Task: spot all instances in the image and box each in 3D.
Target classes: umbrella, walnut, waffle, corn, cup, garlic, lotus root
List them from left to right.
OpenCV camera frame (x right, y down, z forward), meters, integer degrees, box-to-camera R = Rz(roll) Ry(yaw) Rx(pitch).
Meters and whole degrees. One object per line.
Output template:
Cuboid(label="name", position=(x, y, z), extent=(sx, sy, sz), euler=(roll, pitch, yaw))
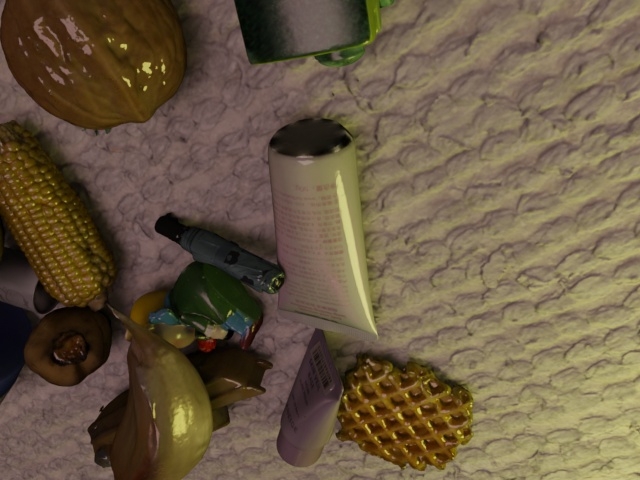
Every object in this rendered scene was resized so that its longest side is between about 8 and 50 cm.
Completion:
Cuboid(label="cup", position=(-0.559, 0.088, 1.050), extent=(0.133, 0.099, 0.136), euler=(15, 119, 6))
Cuboid(label="corn", position=(-0.456, -0.028, 0.944), extent=(0.130, 0.130, 0.346), euler=(-16, 111, 23))
Cuboid(label="lotus root", position=(-0.454, 0.187, 1.023), extent=(0.140, 0.154, 0.257), euler=(46, 156, -8))
Cuboid(label="walnut", position=(-0.289, -0.255, 0.733), extent=(0.228, 0.228, 0.227), euler=(7, 118, 12))
Cuboid(label="garlic", position=(-0.284, 0.281, 0.926), extent=(0.196, 0.151, 0.338), euler=(16, 117, 15))
Cuboid(label="umbrella", position=(-0.168, 0.021, 0.899), extent=(0.251, 0.053, 0.052), euler=(24, 126, 21))
Cuboid(label="waffle", position=(0.144, 0.316, 1.005), extent=(0.254, 0.052, 0.245), euler=(17, 121, 6))

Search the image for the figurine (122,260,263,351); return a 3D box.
Cuboid(label="figurine", position=(-0.229, 0.147, 0.986), extent=(0.234, 0.127, 0.185), euler=(-39, 110, 19))

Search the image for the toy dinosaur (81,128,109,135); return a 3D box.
Cuboid(label="toy dinosaur", position=(-0.364, -0.204, 0.887), extent=(0.062, 0.021, 0.083), euler=(9, 123, 3))

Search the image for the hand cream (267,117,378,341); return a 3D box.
Cuboid(label="hand cream", position=(0.000, 0.000, 0.851), extent=(0.186, 0.118, 0.358), euler=(10, 126, 21))

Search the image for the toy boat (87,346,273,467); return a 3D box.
Cuboid(label="toy boat", position=(-0.277, 0.332, 1.085), extent=(0.446, 0.136, 0.162), euler=(-31, 111, 26))

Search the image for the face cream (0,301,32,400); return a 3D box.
Cuboid(label="face cream", position=(-0.722, 0.236, 1.087), extent=(0.249, 0.249, 0.225), euler=(39, 120, -6))

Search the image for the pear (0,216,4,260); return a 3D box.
Cuboid(label="pear", position=(-0.611, -0.002, 0.892), extent=(0.211, 0.188, 0.228), euler=(1, 81, 54))

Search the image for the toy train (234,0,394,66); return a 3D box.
Cuboid(label="toy train", position=(-0.028, -0.385, 0.553), extent=(0.179, 0.272, 0.441), euler=(-5, 116, 15))

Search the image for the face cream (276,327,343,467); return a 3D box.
Cuboid(label="face cream", position=(-0.012, 0.289, 0.994), extent=(0.096, 0.154, 0.273), euler=(3, 126, -17))
